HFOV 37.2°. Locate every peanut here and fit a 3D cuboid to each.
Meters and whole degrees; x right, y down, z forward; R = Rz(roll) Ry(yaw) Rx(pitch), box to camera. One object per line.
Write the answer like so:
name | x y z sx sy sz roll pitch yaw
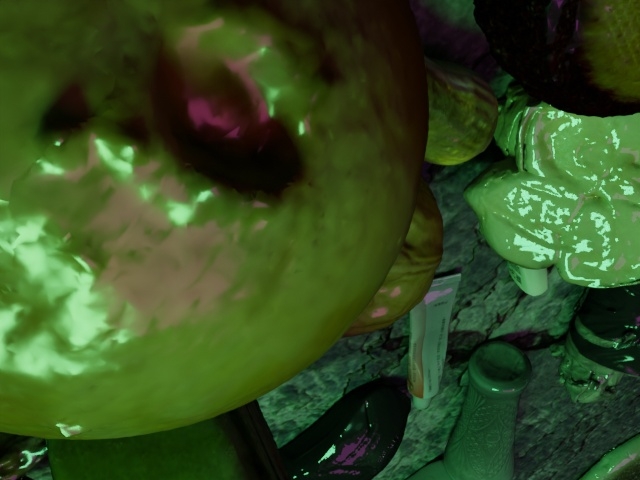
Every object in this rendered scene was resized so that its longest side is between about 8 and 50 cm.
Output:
peanut | 0.058 -0.110 0.715 0.206 0.087 0.087 11 127 -44

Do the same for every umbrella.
umbrella | 0.366 0.056 1.091 0.106 0.113 0.358 4 136 -7

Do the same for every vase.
vase | 0.212 0.220 1.196 0.096 0.096 0.219 -18 138 -17

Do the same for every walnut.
walnut | 0.000 0.000 0.747 0.206 0.159 0.159 3 132 -27

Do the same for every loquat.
loquat | -0.109 -0.062 0.462 0.328 0.328 0.328 -19 142 -15

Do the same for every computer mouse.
computer mouse | 0.024 0.257 1.123 0.217 0.073 0.122 -41 140 19

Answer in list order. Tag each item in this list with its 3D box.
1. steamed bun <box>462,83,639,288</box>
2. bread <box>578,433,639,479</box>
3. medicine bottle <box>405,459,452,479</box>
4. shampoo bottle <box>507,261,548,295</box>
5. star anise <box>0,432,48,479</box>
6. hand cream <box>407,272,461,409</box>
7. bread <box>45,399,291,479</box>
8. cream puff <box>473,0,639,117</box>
steamed bun | 0.224 -0.058 0.832 0.192 0.106 0.178 0 111 17
bread | 0.554 0.418 1.693 0.267 0.040 0.267 -19 142 -15
medicine bottle | 0.106 0.447 1.322 0.296 0.161 0.111 -39 140 10
shampoo bottle | 0.209 0.002 0.975 0.034 0.049 0.141 -26 141 -3
star anise | -0.359 0.231 0.824 0.288 0.088 0.288 -17 139 -16
hand cream | 0.118 0.118 1.063 0.052 0.038 0.216 -37 144 -33
bread | -0.097 0.172 0.706 0.129 0.382 0.366 -25 98 -4
cream puff | 0.204 -0.201 0.640 0.239 0.165 0.239 -16 137 -16
